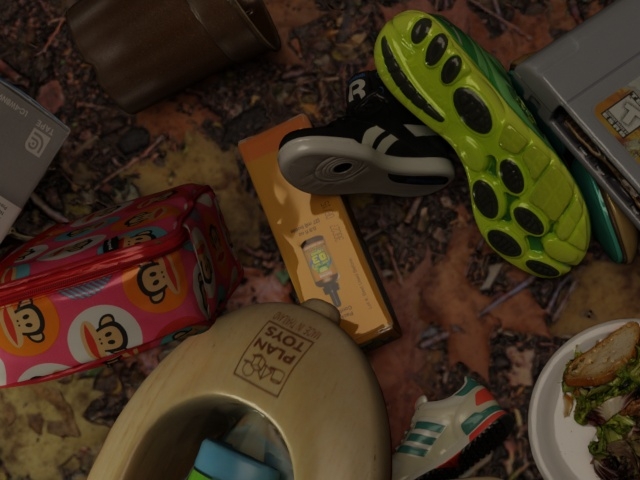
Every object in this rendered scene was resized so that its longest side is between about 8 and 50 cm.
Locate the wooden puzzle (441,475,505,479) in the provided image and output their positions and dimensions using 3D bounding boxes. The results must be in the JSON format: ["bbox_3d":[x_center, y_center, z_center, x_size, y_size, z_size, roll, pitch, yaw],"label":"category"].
[{"bbox_3d":[0.011,0.372,1.517,0.348,0.080,0.322,-5,93,-7],"label":"wooden puzzle"}]

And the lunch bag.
[{"bbox_3d":[-0.217,0.046,1.718,0.258,0.293,0.120,-18,99,8],"label":"lunch bag"}]

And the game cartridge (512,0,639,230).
[{"bbox_3d":[0.344,-0.098,1.734,0.198,0.062,0.297,-35,77,-21],"label":"game cartridge"}]

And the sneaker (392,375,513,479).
[{"bbox_3d":[0.101,0.192,1.758,0.161,0.057,0.075,-36,58,2],"label":"sneaker"}]

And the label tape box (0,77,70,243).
[{"bbox_3d":[-0.426,-0.017,1.805,0.249,0.115,0.348,25,84,49],"label":"label tape box"}]

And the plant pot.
[{"bbox_3d":[-0.152,-0.219,1.840,0.165,0.167,0.167,-30,74,10],"label":"plant pot"}]

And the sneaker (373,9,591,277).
[{"bbox_3d":[0.170,-0.102,1.769,0.109,0.123,0.295,-31,94,29],"label":"sneaker"}]

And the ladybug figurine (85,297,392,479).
[{"bbox_3d":[-0.072,0.267,1.687,0.305,0.162,0.449,25,88,35],"label":"ladybug figurine"}]

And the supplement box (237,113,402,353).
[{"bbox_3d":[0.000,0.000,1.801,0.078,0.080,0.233,-23,73,5],"label":"supplement box"}]

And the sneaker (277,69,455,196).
[{"bbox_3d":[0.029,-0.109,1.770,0.079,0.217,0.121,-34,62,37],"label":"sneaker"}]

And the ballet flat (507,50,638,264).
[{"bbox_3d":[0.261,-0.089,1.777,0.073,0.080,0.232,-25,75,-9],"label":"ballet flat"}]

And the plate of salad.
[{"bbox_3d":[0.292,0.169,1.727,0.200,0.048,0.200,-2,77,9],"label":"plate of salad"}]
